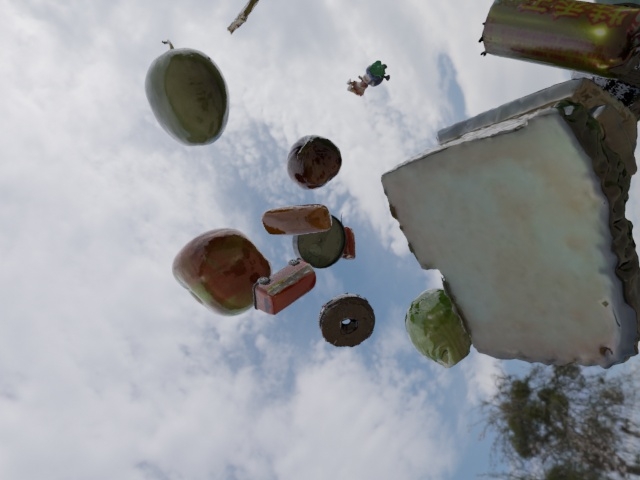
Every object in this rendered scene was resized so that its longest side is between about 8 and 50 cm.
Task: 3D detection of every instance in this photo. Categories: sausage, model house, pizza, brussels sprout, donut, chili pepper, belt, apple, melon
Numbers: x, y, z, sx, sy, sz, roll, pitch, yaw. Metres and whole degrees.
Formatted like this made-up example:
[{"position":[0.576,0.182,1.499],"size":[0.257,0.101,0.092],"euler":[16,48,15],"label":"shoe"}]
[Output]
[{"position":[-0.075,-0.063,1.476],"size":[0.098,0.238,0.098],"euler":[-4,-90,-66],"label":"sausage"},{"position":[0.434,-0.057,0.906],"size":[0.400,0.395,0.445],"euler":[-34,-79,-37],"label":"model house"},{"position":[-0.258,-0.811,1.683],"size":[0.036,0.176,0.184],"euler":[36,-85,-26],"label":"pizza"},{"position":[0.376,0.272,1.505],"size":[0.244,0.244,0.244],"euler":[1,-91,-49],"label":"brussels sprout"},{"position":[0.117,0.353,2.121],"size":[0.103,0.270,0.269],"euler":[-107,-6,-66],"label":"donut"},{"position":[0.444,-0.364,0.851],"size":[0.125,0.317,0.117],"euler":[-53,-39,-4],"label":"sausage"},{"position":[0.093,-0.019,1.883],"size":[0.084,0.086,0.192],"euler":[104,163,-81],"label":"chili pepper"},{"position":[0.675,-0.388,1.076],"size":[0.164,0.184,0.289],"euler":[77,-165,-57],"label":"belt"},{"position":[-0.323,0.101,1.630],"size":[0.277,0.319,0.319],"euler":[-48,-55,-18],"label":"apple"},{"position":[-0.407,-0.447,1.479],"size":[0.271,0.272,0.308],"euler":[-57,-44,-33],"label":"melon"}]

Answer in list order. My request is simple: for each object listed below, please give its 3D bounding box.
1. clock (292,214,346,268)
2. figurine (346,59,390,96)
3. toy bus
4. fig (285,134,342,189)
[{"position":[0.000,0.000,1.763],"size":[0.215,0.042,0.214],"euler":[-4,-82,-29],"label":"clock"},{"position":[0.220,-0.739,2.172],"size":[0.102,0.195,0.111],"euler":[21,-125,-38],"label":"figurine"},{"position":[-0.081,0.110,1.155],"size":[0.174,0.077,0.079],"euler":[-31,-48,-39],"label":"toy bus"},{"position":[-0.029,-0.297,1.640],"size":[0.204,0.186,0.249],"euler":[-25,-30,-7],"label":"fig"}]
